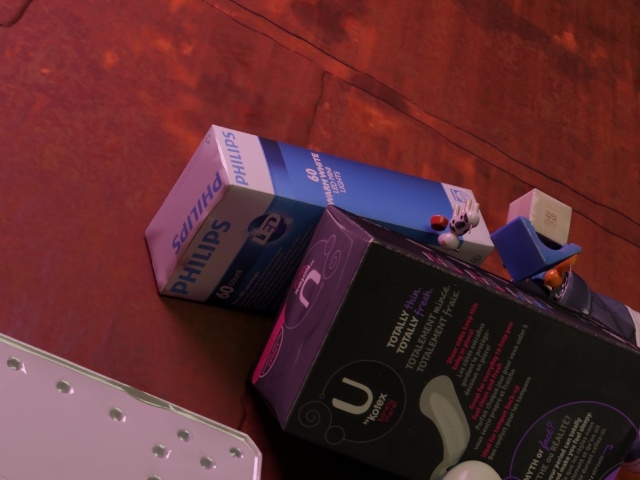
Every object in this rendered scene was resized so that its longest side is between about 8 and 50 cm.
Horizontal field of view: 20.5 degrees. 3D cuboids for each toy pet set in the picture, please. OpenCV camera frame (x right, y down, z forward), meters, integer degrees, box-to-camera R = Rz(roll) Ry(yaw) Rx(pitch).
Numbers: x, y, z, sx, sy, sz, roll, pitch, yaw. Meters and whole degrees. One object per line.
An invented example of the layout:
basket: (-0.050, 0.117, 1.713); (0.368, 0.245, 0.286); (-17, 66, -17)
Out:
toy pet set: (0.160, 0.015, 1.425); (0.122, 0.114, 0.065); (26, 57, -21)

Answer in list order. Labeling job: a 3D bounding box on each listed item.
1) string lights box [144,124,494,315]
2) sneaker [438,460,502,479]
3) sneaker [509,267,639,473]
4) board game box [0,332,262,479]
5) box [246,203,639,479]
string lights box: (0.000, 0.000, 1.491); (0.260, 0.133, 0.076); (13, 40, -30)
sneaker: (0.096, 0.257, 1.252); (0.085, 0.086, 0.237); (41, 49, -23)
sneaker: (0.231, 0.103, 1.592); (0.163, 0.086, 0.226); (33, 23, -22)
board game box: (-0.231, 0.209, 1.115); (0.390, 0.050, 0.390); (24, 36, -16)
box: (0.104, 0.104, 1.391); (0.270, 0.165, 0.143); (24, 6, -18)
